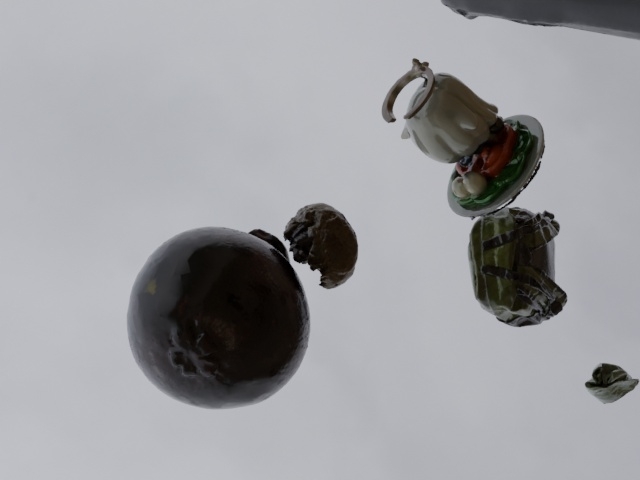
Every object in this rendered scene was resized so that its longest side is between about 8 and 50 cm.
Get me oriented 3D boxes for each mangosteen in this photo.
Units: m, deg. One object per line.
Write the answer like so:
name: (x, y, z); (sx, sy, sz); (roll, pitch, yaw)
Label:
mangosteen: (-0.116, 0.087, 1.363); (0.228, 0.228, 0.265); (62, -160, -10)

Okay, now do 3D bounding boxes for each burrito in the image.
burrito: (0.461, 0.224, 1.766); (0.118, 0.074, 0.044); (36, -157, -51)

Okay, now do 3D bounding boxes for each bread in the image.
bread: (0.000, 0.000, 1.379); (0.060, 0.082, 0.113); (0, -143, -43)

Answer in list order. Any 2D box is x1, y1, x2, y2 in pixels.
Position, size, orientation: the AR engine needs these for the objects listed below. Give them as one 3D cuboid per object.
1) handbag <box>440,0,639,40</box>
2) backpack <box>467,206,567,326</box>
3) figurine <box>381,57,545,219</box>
handbag: (0.219, -0.213, 0.540); (0.178, 0.302, 0.275); (-19, -61, -50)
backpack: (0.329, 0.041, 1.860); (0.253, 0.140, 0.207); (14, -109, -64)
figurine: (0.133, -0.110, 1.112); (0.154, 0.132, 0.132); (36, -119, -27)
